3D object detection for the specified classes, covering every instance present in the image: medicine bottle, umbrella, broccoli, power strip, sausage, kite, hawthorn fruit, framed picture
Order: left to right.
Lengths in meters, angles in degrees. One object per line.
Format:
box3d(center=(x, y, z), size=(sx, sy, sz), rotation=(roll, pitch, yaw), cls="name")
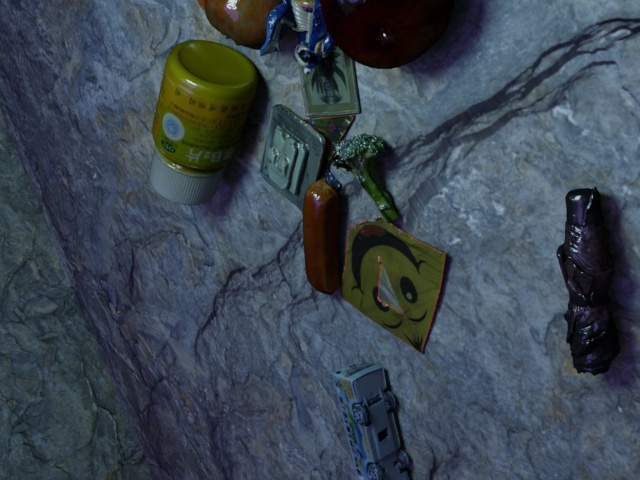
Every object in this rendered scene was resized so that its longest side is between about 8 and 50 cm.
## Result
box3d(center=(-0.309, -0.286, 1.701), size=(0.224, 0.224, 0.384), rotation=(48, 136, 23), cls="medicine bottle")
box3d(center=(-0.125, -0.530, 1.438), size=(0.251, 0.199, 0.199), rotation=(-49, 66, 15), cls="hawthorn fruit")
box3d(center=(-0.084, -0.191, 1.596), size=(0.198, 0.065, 0.213), rotation=(39, 132, 34), cls="power strip")
box3d(center=(-0.022, -0.211, 1.581), size=(0.234, 0.016, 0.321), rotation=(51, 136, 22), cls="kite")
box3d(center=(0.000, 0.000, 1.585), size=(0.089, 0.083, 0.300), rotation=(22, 126, 36), cls="sausage")
box3d(center=(0.009, -0.388, 1.469), size=(0.173, 0.010, 0.231), rotation=(5, 110, 47), cls="framed picture")
box3d(center=(0.106, -0.130, 1.421), size=(0.122, 0.118, 0.204), rotation=(-24, 106, 21), cls="broccoli")
box3d(center=(0.163, 0.103, 1.509), size=(0.378, 0.013, 0.327), rotation=(-23, 88, 51), cls="kite")
box3d(center=(0.446, 0.071, 1.123), size=(0.090, 0.094, 0.326), rotation=(0, 107, 33), cls="umbrella")

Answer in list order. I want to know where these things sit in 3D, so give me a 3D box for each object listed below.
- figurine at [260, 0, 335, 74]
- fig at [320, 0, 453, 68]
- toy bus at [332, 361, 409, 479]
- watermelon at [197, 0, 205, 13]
box3d(center=(-0.021, -0.472, 1.365), size=(0.120, 0.164, 0.262), rotation=(-96, 21, -52), cls="figurine")
box3d(center=(0.115, -0.423, 1.185), size=(0.235, 0.235, 0.214), rotation=(7, 74, 47), cls="fig")
box3d(center=(0.122, 0.465, 1.645), size=(0.136, 0.109, 0.329), rotation=(2, 108, 58), cls="toy bus")
box3d(center=(-0.274, -0.624, 1.620), size=(0.125, 0.094, 0.135), rotation=(-18, 88, 58), cls="watermelon")
